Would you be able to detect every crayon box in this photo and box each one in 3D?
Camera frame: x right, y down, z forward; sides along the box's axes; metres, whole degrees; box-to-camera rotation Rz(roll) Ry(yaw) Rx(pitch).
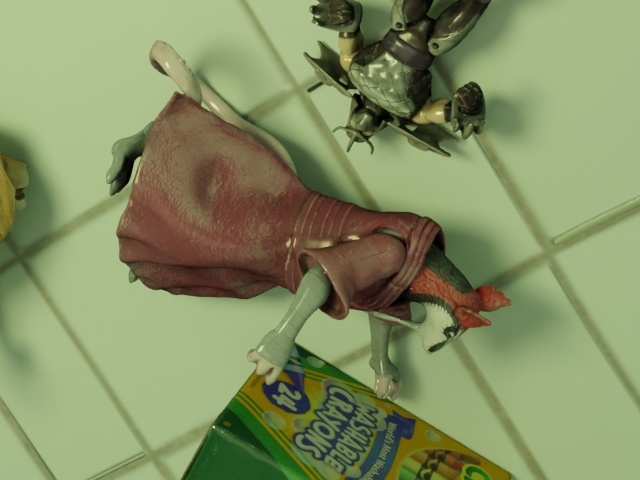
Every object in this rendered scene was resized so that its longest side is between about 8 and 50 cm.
[{"bbox_3d":[0.053,0.240,1.386,0.323,0.203,0.083,31,116,4],"label":"crayon box"}]

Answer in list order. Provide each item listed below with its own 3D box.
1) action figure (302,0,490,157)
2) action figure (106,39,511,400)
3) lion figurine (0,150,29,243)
[{"bbox_3d":[0.088,-0.186,1.272,0.185,0.099,0.285,31,121,-5],"label":"action figure"},{"bbox_3d":[0.000,0.000,1.351,0.370,0.248,0.275,13,86,14],"label":"action figure"},{"bbox_3d":[-0.460,0.026,1.512,0.392,0.142,0.240,-13,99,26],"label":"lion figurine"}]
